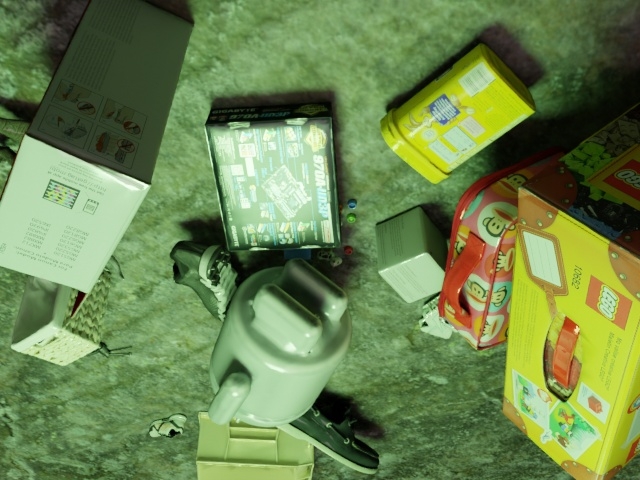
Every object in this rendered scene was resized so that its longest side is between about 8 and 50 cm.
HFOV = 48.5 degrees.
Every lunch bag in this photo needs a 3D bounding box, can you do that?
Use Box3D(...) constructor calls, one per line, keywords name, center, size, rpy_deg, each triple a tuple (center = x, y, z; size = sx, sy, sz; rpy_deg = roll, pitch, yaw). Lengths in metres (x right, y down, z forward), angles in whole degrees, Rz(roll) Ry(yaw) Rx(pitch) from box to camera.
Box3D(name="lunch bag", center=(0.280, 0.026, 1.042), size=(0.258, 0.120, 0.293), rpy_deg=(-25, 139, -26))

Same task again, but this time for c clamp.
Box3D(name="c clamp", center=(-0.466, 0.186, 1.377), size=(0.137, 0.022, 0.160), rpy_deg=(-13, 136, 22))

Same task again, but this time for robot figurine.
Box3D(name="robot figurine", center=(-0.072, 0.181, 1.186), size=(0.200, 0.300, 0.353), rpy_deg=(40, 139, 13))

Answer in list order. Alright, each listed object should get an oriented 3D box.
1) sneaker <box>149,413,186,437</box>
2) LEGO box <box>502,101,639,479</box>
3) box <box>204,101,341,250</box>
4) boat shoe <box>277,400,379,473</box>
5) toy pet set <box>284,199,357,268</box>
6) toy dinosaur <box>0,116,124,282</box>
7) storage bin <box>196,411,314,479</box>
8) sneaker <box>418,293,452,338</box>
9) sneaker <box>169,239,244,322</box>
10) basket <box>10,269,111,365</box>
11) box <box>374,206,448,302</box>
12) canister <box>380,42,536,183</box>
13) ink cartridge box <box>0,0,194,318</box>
Box3D(name="sneaker", center=(-0.351, 0.429, 1.611), size=(0.109, 0.043, 0.040), rpy_deg=(-28, 131, 29))
Box3D(name="LEGO box", center=(0.453, 0.060, 0.975), size=(0.373, 0.193, 0.500), rpy_deg=(-33, 139, -19))
Box3D(name="box", center=(-0.062, -0.086, 1.032), size=(0.175, 0.051, 0.220), rpy_deg=(-3, 125, 5))
Box3D(name="boat shoe", center=(0.018, 0.386, 1.516), size=(0.340, 0.127, 0.113), rpy_deg=(35, 84, -21))
Box3D(name="toy pet set", center=(0.000, 0.000, 1.138), size=(0.114, 0.065, 0.122), rpy_deg=(1, 136, 0))
Box3D(name="toy dinosaur", center=(-0.378, -0.086, 1.026), size=(0.161, 0.121, 0.313), rpy_deg=(-12, 102, 23))
Box3D(name="storage bin", center=(-0.155, 0.523, 1.650), size=(0.261, 0.123, 0.262), rpy_deg=(4, 136, -4))
Box3D(name="sneaker", center=(0.217, 0.126, 1.275), size=(0.061, 0.053, 0.152), rpy_deg=(8, 137, -3))
Box3D(name="sneaker", center=(-0.195, 0.064, 1.207), size=(0.106, 0.078, 0.234), rpy_deg=(20, 154, 15))
Box3D(name="basket", center=(-0.430, 0.113, 1.197), size=(0.113, 0.167, 0.103), rpy_deg=(-27, 136, 27))
Box3D(name="box", center=(0.149, 0.024, 1.134), size=(0.087, 0.101, 0.102), rpy_deg=(-25, 133, 24))
Box3D(name="canister", center=(0.185, -0.168, 0.954), size=(0.126, 0.073, 0.170), rpy_deg=(34, 126, -30))
Box3D(name="ink cartridge box", center=(-0.282, -0.107, 0.854), size=(0.130, 0.309, 0.272), rpy_deg=(23, 132, -21))
